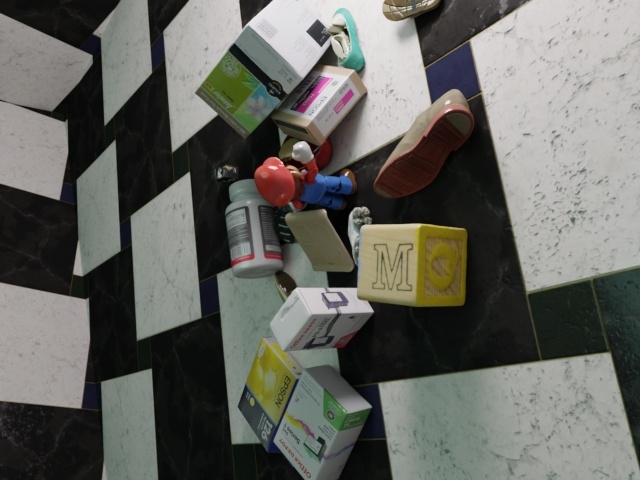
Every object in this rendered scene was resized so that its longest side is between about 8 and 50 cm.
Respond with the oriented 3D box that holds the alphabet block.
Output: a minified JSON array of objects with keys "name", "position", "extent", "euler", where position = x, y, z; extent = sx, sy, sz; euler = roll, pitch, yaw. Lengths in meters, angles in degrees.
[{"name":"alphabet block","position":[0.226,0.060,1.427],"extent":[0.197,0.192,0.193],"euler":[0,88,51]}]

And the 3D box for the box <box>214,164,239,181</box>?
[{"name":"box","position":[-0.364,-0.258,2.243],"extent":[0.083,0.062,0.052],"euler":[-8,79,49]}]

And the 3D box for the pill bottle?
[{"name":"pill bottle","position":[-0.232,-0.040,1.980],"extent":[0.176,0.176,0.318],"euler":[-26,67,45]}]

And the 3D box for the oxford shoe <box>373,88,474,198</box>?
[{"name":"oxford shoe","position":[0.263,-0.241,1.497],"extent":[0.348,0.123,0.130],"euler":[-43,29,40]}]

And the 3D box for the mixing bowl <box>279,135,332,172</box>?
[{"name":"mixing bowl","position":[-0.029,-0.277,1.809],"extent":[0.181,0.098,0.181],"euler":[-20,56,33]}]

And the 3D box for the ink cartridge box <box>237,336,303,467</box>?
[{"name":"ink cartridge box","position":[-0.143,0.530,1.906],"extent":[0.307,0.072,0.303],"euler":[41,116,46]}]

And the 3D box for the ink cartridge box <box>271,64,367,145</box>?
[{"name":"ink cartridge box","position":[-0.006,-0.413,1.740],"extent":[0.234,0.088,0.193],"euler":[-51,41,-11]}]

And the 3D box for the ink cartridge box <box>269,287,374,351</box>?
[{"name":"ink cartridge box","position":[0.003,0.222,1.632],"extent":[0.172,0.237,0.100],"euler":[-55,49,31]}]

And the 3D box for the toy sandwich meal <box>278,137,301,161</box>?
[{"name":"toy sandwich meal","position":[-0.090,-0.277,1.774],"extent":[0.085,0.029,0.085],"euler":[-22,44,24]}]

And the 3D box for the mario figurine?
[{"name":"mario figurine","position":[-0.055,-0.181,1.675],"extent":[0.170,0.320,0.198],"euler":[14,97,49]}]

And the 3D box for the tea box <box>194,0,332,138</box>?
[{"name":"tea box","position":[-0.167,-0.551,1.806],"extent":[0.323,0.220,0.329],"euler":[-37,18,41]}]

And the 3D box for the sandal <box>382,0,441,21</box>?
[{"name":"sandal","position":[0.251,-0.639,1.579],"extent":[0.180,0.049,0.072],"euler":[1,93,35]}]

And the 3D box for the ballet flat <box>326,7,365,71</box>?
[{"name":"ballet flat","position":[0.066,-0.623,1.757],"extent":[0.083,0.087,0.247],"euler":[-37,59,41]}]

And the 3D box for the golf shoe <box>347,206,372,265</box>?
[{"name":"golf shoe","position":[0.113,-0.006,1.676],"extent":[0.086,0.069,0.176],"euler":[156,116,-67]}]

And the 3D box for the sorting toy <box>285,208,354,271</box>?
[{"name":"sorting toy","position":[0.000,0.000,1.753],"extent":[0.193,0.038,0.208],"euler":[-2,121,49]}]

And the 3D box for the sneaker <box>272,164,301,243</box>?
[{"name":"sneaker","position":[-0.092,-0.119,1.898],"extent":[0.100,0.108,0.271],"euler":[14,113,31]}]

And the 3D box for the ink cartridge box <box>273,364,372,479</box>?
[{"name":"ink cartridge box","position":[0.001,0.538,1.687],"extent":[0.201,0.117,0.278],"euler":[38,114,39]}]

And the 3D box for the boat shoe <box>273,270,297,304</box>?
[{"name":"boat shoe","position":[-0.108,0.185,1.903],"extent":[0.190,0.068,0.072],"euler":[57,139,35]}]
